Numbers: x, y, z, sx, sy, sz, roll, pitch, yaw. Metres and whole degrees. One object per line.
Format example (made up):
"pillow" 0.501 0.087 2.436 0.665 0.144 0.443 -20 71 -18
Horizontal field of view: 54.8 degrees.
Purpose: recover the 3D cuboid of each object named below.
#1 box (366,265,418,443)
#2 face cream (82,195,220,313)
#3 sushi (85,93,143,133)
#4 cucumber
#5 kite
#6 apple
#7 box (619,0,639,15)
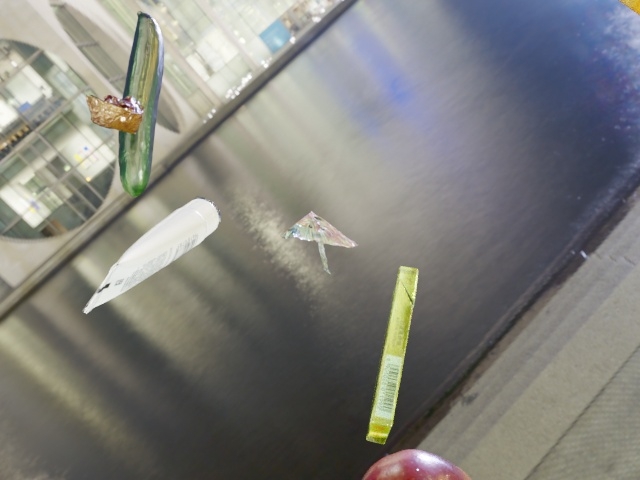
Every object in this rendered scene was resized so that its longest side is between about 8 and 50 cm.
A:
"box" 0.140 0.225 1.209 0.173 0.043 0.311 89 -167 -62
"face cream" -0.218 0.011 0.828 0.092 0.058 0.243 -49 -1 33
"sushi" -0.250 -0.161 0.777 0.099 0.050 0.047 -21 -54 -78
"cucumber" -0.250 -0.197 0.863 0.056 0.056 0.284 -20 65 51
"kite" 0.000 0.000 1.018 0.156 0.139 0.011 -103 27 -47
"apple" 0.197 0.605 1.278 0.288 0.288 0.316 -33 33 25
"box" 0.400 -0.293 0.717 0.070 0.237 0.152 -53 27 37
